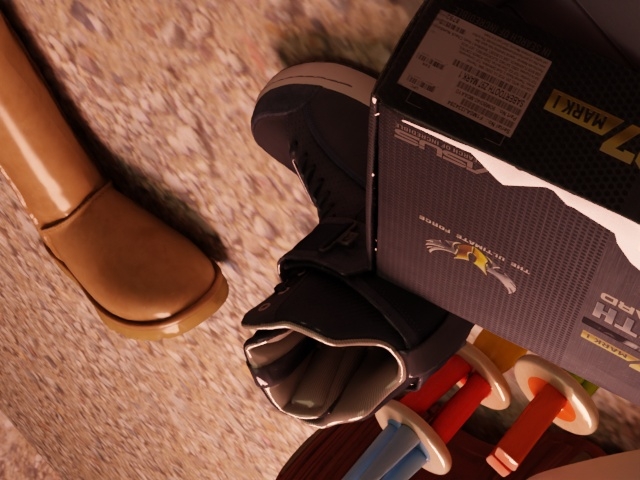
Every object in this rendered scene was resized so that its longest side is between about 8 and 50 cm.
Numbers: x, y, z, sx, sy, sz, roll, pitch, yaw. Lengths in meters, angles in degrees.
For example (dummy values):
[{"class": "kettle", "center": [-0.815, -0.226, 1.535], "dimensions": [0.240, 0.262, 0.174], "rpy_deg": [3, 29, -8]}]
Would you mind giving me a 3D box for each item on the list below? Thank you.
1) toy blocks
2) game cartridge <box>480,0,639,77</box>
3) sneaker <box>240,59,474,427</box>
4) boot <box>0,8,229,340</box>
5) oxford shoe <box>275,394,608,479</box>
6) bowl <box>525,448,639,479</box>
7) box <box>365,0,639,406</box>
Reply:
[{"class": "toy blocks", "center": [0.086, 0.088, 0.864], "dimensions": [0.054, 0.148, 0.123], "rpy_deg": [54, 159, -24]}, {"class": "game cartridge", "center": [0.025, -0.202, 0.554], "dimensions": [0.355, 0.068, 0.230], "rpy_deg": [48, 164, -6]}, {"class": "sneaker", "center": [0.000, -0.001, 0.846], "dimensions": [0.226, 0.163, 0.086], "rpy_deg": [26, 154, 47]}, {"class": "boot", "center": [-0.201, -0.064, 1.237], "dimensions": [0.236, 0.089, 0.269], "rpy_deg": [23, 149, 47]}, {"class": "oxford shoe", "center": [0.089, 0.193, 1.108], "dimensions": [0.130, 0.123, 0.348], "rpy_deg": [52, 160, -23]}, {"class": "bowl", "center": [0.183, 0.179, 0.891], "dimensions": [0.142, 0.053, 0.142], "rpy_deg": [-16, 121, 31]}, {"class": "box", "center": [0.131, 0.010, 0.660], "dimensions": [0.232, 0.059, 0.183], "rpy_deg": [27, 162, 11]}]
